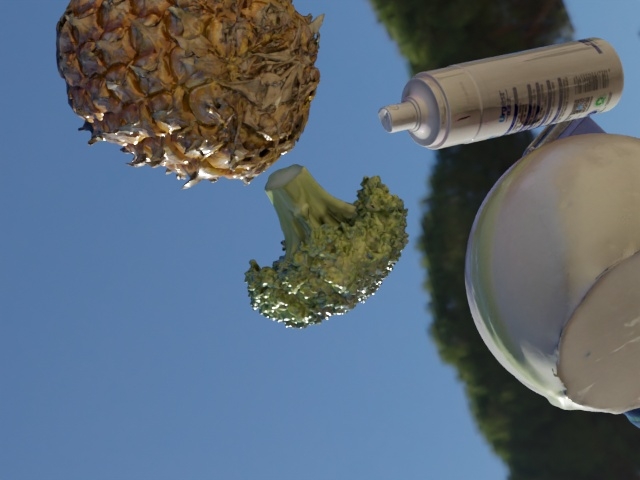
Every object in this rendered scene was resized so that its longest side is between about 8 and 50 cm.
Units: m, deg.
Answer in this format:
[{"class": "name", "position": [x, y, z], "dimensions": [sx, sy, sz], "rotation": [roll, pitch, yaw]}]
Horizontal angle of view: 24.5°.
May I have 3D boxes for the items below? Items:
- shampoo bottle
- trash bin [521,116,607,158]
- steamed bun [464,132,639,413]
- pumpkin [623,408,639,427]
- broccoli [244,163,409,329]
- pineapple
[{"class": "shampoo bottle", "position": [0.198, -0.162, 1.654], "dimensions": [0.303, 0.092, 0.092], "rotation": [-14, -96, -27]}, {"class": "trash bin", "position": [0.459, -0.097, 2.498], "dimensions": [0.234, 0.162, 0.184], "rotation": [40, 171, 9]}, {"class": "steamed bun", "position": [0.285, 0.014, 1.586], "dimensions": [0.309, 0.309, 0.309], "rotation": [38, -138, -45]}, {"class": "pumpkin", "position": [0.600, 0.205, 2.387], "dimensions": [0.238, 0.315, 0.315], "rotation": [-51, -61, -38]}, {"class": "broccoli", "position": [0.015, 0.012, 2.417], "dimensions": [0.288, 0.235, 0.260], "rotation": [-46, -37, -27]}, {"class": "pineapple", "position": [-0.171, -0.249, 2.057], "dimensions": [0.352, 0.300, 0.352], "rotation": [-29, -52, -46]}]
